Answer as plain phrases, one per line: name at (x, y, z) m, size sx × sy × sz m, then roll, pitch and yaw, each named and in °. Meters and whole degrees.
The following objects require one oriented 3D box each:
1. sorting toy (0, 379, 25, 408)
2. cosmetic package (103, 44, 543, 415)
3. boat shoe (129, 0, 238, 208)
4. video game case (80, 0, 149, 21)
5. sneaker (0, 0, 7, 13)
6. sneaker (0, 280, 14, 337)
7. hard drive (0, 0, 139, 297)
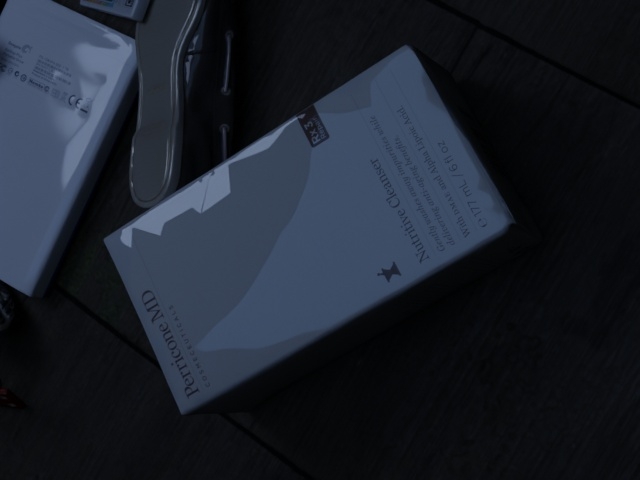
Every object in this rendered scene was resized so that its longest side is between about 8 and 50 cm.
sorting toy at (-0.471, 0.142, 1.508) m, size 0.275 × 0.132 × 0.046 m, roll 3°, pitch 62°, yaw 21°
cosmetic package at (0.000, 0.000, 1.308) m, size 0.385 × 0.156 × 0.217 m, roll -33°, pitch 74°, yaw 15°
boat shoe at (-0.142, -0.186, 1.438) m, size 0.112 × 0.096 × 0.335 m, roll -2°, pitch 78°, yaw 44°
video game case at (-0.214, -0.333, 1.479) m, size 0.143 × 0.019 × 0.157 m, roll 25°, pitch 94°, yaw 53°
sneaker at (-0.395, -0.375, 1.554) m, size 0.108 × 0.100 × 0.271 m, roll 43°, pitch 101°, yaw 27°
sneaker at (-0.476, 0.069, 1.547) m, size 0.275 × 0.107 × 0.109 m, roll 19°, pitch 110°, yaw 28°
hard drive at (-0.344, -0.120, 1.530) m, size 0.210 × 0.040 × 0.318 m, roll 27°, pitch 94°, yaw 23°
